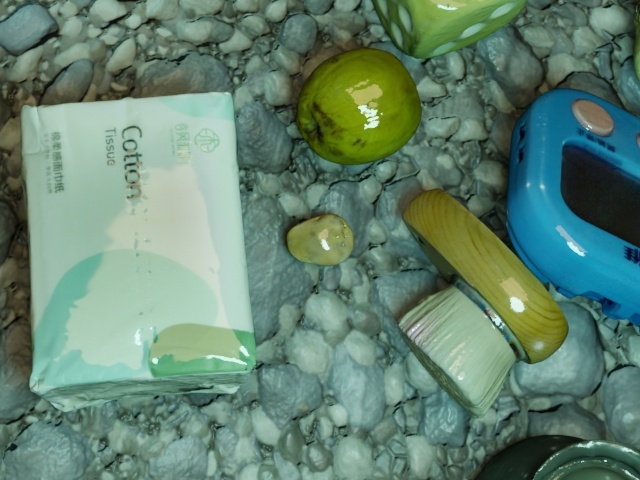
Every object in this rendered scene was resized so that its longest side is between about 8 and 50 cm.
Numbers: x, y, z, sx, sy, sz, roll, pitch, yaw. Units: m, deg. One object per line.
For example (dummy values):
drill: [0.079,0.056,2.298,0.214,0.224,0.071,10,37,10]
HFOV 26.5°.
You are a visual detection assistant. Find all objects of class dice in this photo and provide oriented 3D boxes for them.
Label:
dice: [0.164,-0.351,1.799,0.169,0.166,0.169,-22,79,-10]

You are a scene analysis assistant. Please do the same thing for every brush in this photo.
brush: [0.170,0.073,1.705,0.166,0.174,0.267,-38,75,-4]

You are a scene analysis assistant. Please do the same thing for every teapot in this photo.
teapot: [0.268,0.309,1.588,0.305,0.285,0.223,30,75,1]

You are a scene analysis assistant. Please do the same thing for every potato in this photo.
potato: [0.000,0.000,1.757,0.083,0.062,0.068,-10,61,13]

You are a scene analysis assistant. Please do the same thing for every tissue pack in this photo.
tissue pack: [-0.223,0.014,1.656,0.266,0.194,0.356,-4,77,-6]

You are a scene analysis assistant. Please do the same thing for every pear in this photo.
pear: [0.051,-0.172,1.755,0.162,0.149,0.149,-25,80,-15]

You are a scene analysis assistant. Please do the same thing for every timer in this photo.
timer: [0.382,-0.028,1.700,0.340,0.115,0.309,26,43,-14]

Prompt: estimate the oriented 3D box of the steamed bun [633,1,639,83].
steamed bun: [0.550,-0.267,1.824,0.273,0.166,0.232,14,63,-8]
